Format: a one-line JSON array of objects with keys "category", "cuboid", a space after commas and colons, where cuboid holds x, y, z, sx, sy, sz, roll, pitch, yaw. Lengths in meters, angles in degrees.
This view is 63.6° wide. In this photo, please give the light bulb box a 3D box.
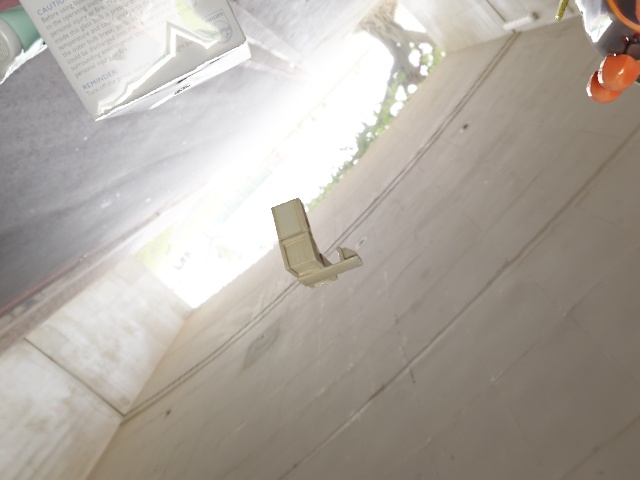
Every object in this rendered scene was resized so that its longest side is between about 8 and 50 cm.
[{"category": "light bulb box", "cuboid": [-0.278, -0.391, 0.734, 0.226, 0.360, 0.358, -27, -163, 1]}]

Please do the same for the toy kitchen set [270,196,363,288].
[{"category": "toy kitchen set", "cuboid": [0.000, 0.000, 0.552, 0.068, 0.075, 0.083, -21, 156, 10]}]

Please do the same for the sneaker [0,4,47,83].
[{"category": "sneaker", "cuboid": [-0.534, -0.349, 0.911, 0.256, 0.094, 0.151, 2, -141, 40]}]

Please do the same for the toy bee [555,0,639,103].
[{"category": "toy bee", "cuboid": [0.187, -0.176, 0.300, 0.162, 0.298, 0.195, -53, 146, 7]}]

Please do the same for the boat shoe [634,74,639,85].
[{"category": "boat shoe", "cuboid": [0.542, -0.230, 0.738, 0.077, 0.219, 0.070, -58, 164, 3]}]
